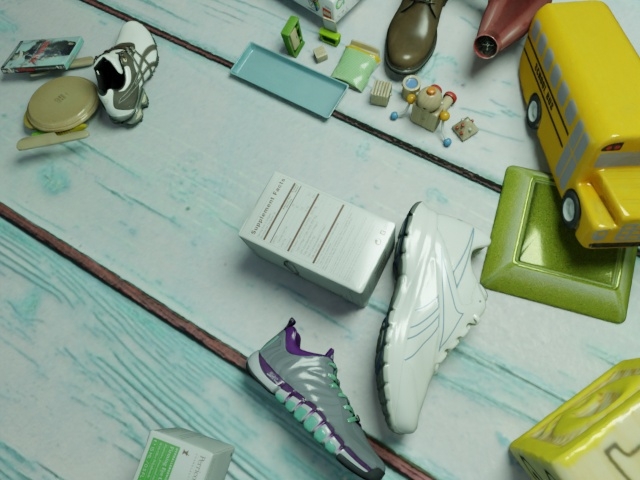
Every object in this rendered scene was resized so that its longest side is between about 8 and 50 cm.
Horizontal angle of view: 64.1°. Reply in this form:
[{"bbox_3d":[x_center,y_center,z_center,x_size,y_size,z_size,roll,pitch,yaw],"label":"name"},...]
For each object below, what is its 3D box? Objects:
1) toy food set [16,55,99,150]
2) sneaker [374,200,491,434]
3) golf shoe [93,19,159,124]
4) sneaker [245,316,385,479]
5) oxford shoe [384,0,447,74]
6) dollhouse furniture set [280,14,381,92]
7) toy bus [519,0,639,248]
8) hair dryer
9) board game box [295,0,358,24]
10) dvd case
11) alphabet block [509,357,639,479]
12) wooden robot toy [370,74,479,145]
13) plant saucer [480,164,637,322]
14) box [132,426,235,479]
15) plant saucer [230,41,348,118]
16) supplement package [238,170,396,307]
[{"bbox_3d":[-0.434,-0.225,0.863,0.132,0.038,0.192,-9,61,0],"label":"toy food set"},{"bbox_3d":[0.143,0.097,0.648,0.129,0.111,0.297,14,77,4],"label":"sneaker"},{"bbox_3d":[-0.318,-0.291,0.833,0.077,0.094,0.198,-6,71,7],"label":"golf shoe"},{"bbox_3d":[0.010,0.196,0.647,0.223,0.083,0.098,39,77,17],"label":"sneaker"},{"bbox_3d":[0.152,-0.364,0.789,0.082,0.096,0.227,16,78,11],"label":"oxford shoe"},{"bbox_3d":[0.017,-0.303,0.807,0.151,0.058,0.076,26,79,15],"label":"dollhouse furniture set"},{"bbox_3d":[0.352,-0.154,0.652,0.108,0.130,0.333,-2,55,1],"label":"toy bus"},{"bbox_3d":[0.243,-0.392,0.763,0.223,0.080,0.294,3,69,-16],"label":"hair dryer"},{"bbox_3d":[0.047,-0.516,0.858,0.193,0.053,0.305,37,76,17],"label":"board game box"},{"bbox_3d":[-0.484,-0.324,0.892,0.119,0.013,0.087,-1,53,9],"label":"dvd case"},{"bbox_3d":[0.349,0.252,0.526,0.193,0.192,0.197,-34,73,-5],"label":"alphabet block"},{"bbox_3d":[0.156,-0.210,0.749,0.173,0.079,0.076,31,80,15],"label":"wooden robot toy"},{"bbox_3d":[0.329,-0.006,0.681,0.188,0.045,0.189,15,76,12],"label":"plant saucer"},{"bbox_3d":[-0.172,0.294,0.630,0.087,0.102,0.101,15,75,10],"label":"box"},{"bbox_3d":[-0.051,-0.257,0.825,0.192,0.018,0.067,29,79,14],"label":"plant saucer"},{"bbox_3d":[0.000,0.000,0.693,0.179,0.105,0.105,25,78,15],"label":"supplement package"}]
